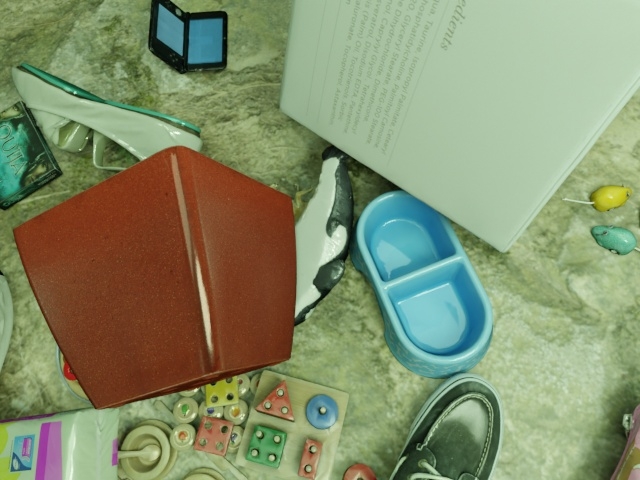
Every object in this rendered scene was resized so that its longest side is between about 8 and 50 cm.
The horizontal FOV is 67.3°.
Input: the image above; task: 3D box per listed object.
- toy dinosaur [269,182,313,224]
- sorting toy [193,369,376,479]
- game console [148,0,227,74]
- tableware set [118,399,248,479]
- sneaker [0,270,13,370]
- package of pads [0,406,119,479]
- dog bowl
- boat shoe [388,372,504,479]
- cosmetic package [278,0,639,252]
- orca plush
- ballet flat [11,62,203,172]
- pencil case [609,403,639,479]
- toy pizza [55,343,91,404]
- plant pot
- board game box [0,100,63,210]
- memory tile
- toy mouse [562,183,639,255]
[{"bbox_3d":[-0.062,-0.042,0.787,0.183,0.053,0.093,-26,72,-3],"label":"toy dinosaur"},{"bbox_3d":[-0.046,0.257,0.670,0.274,0.046,0.132,14,65,5],"label":"sorting toy"},{"bbox_3d":[-0.250,-0.402,0.917,0.085,0.124,0.144,-15,67,30],"label":"game console"},{"bbox_3d":[-0.211,0.335,0.683,0.194,0.039,0.128,33,78,16],"label":"tableware set"},{"bbox_3d":[-0.628,0.197,0.730,0.236,0.130,0.323,-2,77,2],"label":"sneaker"},{"bbox_3d":[-0.388,0.387,0.634,0.229,0.101,0.297,-12,71,16],"label":"package of pads"},{"bbox_3d":[0.149,0.055,0.719,0.166,0.074,0.297,-21,71,-1],"label":"dog bowl"},{"bbox_3d":[0.144,0.324,0.604,0.121,0.119,0.335,26,76,14],"label":"boat shoe"},{"bbox_3d":[0.205,-0.272,0.637,0.393,0.327,0.329,36,52,16],"label":"cosmetic package"},{"bbox_3d":[0.000,0.000,0.752,0.151,0.102,0.287,-1,75,34],"label":"orca plush"},{"bbox_3d":[-0.400,-0.200,0.851,0.400,0.139,0.139,22,75,12],"label":"ballet flat"},{"bbox_3d":[0.376,0.376,0.541,0.160,0.167,0.386,38,77,-14],"label":"pencil case"},{"bbox_3d":[-0.328,0.157,0.761,0.201,0.032,0.201,-2,71,6],"label":"toy pizza"},{"bbox_3d":[-0.179,0.070,0.624,0.267,0.267,0.236,-22,73,20],"label":"plant pot"},{"bbox_3d":[-0.577,-0.163,0.902,0.126,0.026,0.186,-34,71,-5],"label":"board game box"},{"bbox_3d":[-0.142,0.249,0.703,0.148,0.012,0.113,2,65,-3],"label":"memory tile"},{"bbox_3d":[0.478,-0.025,0.730,0.161,0.031,0.143,-14,70,2],"label":"toy mouse"}]
